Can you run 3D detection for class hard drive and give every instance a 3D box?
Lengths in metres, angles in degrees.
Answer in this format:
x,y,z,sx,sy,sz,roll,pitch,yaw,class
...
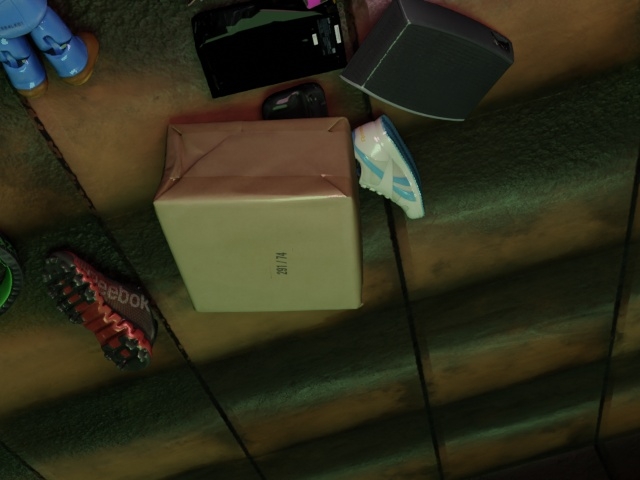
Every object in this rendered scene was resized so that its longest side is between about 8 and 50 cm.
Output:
x,y,z,sx,sy,sz,roll,pitch,yaw,class
0.173,-0.268,1.193,0.255,0.054,0.172,8,135,-38,hard drive

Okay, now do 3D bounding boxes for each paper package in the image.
x,y,z,sx,sy,sz,roll,pitch,yaw,class
-0.087,-0.028,1.277,0.310,0.168,0.324,-2,144,3,paper package

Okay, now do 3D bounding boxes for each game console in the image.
x,y,z,sx,sy,sz,roll,pitch,yaw,class
-0.058,-0.219,1.219,0.213,0.043,0.361,-12,138,0,game console

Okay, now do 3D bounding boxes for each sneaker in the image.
x,y,z,sx,sy,sz,roll,pitch,yaw,class
0.117,-0.118,1.354,0.092,0.087,0.228,-21,132,18,sneaker
-0.401,0.113,1.449,0.098,0.135,0.276,-24,116,29,sneaker

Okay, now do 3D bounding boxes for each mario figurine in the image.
x,y,z,sx,sy,sz,roll,pitch,yaw,class
-0.396,-0.338,0.964,0.198,0.170,0.320,-46,153,-17,mario figurine

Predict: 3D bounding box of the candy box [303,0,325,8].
x,y,z,sx,sy,sz,roll,pitch,yaw,class
0.002,-0.432,0.976,0.159,0.071,0.233,-23,139,11,candy box

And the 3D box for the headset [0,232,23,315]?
x,y,z,sx,sy,sz,roll,pitch,yaw,class
-0.717,0.087,1.332,0.394,0.185,0.243,-30,142,-5,headset

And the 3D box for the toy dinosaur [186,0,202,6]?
x,y,z,sx,sy,sz,roll,pitch,yaw,class
-0.198,-0.392,0.940,0.296,0.127,0.200,22,164,-15,toy dinosaur
